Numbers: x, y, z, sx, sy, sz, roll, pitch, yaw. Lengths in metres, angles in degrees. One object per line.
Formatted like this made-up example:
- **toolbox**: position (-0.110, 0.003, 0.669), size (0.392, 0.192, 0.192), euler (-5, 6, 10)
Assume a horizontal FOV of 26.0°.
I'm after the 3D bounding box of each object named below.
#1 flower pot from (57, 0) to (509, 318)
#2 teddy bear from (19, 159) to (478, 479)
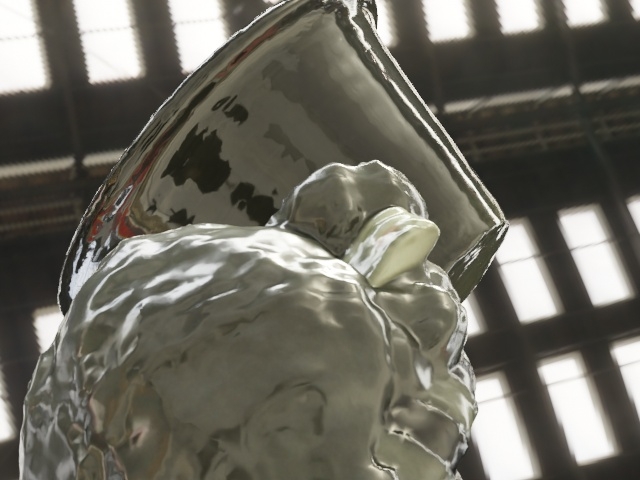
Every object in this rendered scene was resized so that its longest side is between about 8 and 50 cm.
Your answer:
- **flower pot**: position (0.000, 0.000, 0.715), size (0.148, 0.235, 0.235), euler (40, -118, 13)
- **teddy bear**: position (0.010, 0.118, 0.345), size (0.144, 0.171, 0.251), euler (10, -144, -32)
